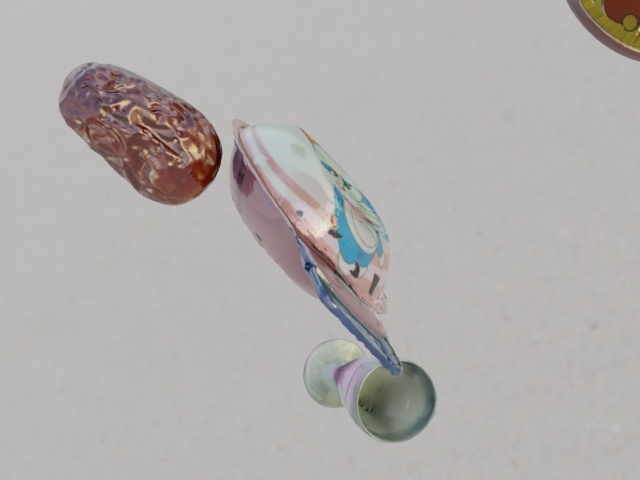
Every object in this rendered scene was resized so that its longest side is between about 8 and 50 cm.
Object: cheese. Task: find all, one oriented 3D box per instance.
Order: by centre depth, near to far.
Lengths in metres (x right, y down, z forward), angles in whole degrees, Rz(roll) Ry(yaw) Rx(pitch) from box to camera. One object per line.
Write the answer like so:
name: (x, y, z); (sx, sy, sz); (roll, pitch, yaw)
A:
cheese: (0.000, 0.000, 1.241); (0.074, 0.189, 0.286); (-40, 28, 10)

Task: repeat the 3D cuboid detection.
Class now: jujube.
jujube: (-0.132, -0.080, 1.243); (0.077, 0.129, 0.077); (-50, 16, 20)

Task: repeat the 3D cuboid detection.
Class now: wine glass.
wine glass: (0.036, 0.126, 1.469); (0.073, 0.073, 0.155); (-35, 15, -15)

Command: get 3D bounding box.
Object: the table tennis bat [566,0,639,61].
table tennis bat: (0.320, -0.307, 1.825); (0.200, 0.310, 0.038); (-65, 11, -11)
